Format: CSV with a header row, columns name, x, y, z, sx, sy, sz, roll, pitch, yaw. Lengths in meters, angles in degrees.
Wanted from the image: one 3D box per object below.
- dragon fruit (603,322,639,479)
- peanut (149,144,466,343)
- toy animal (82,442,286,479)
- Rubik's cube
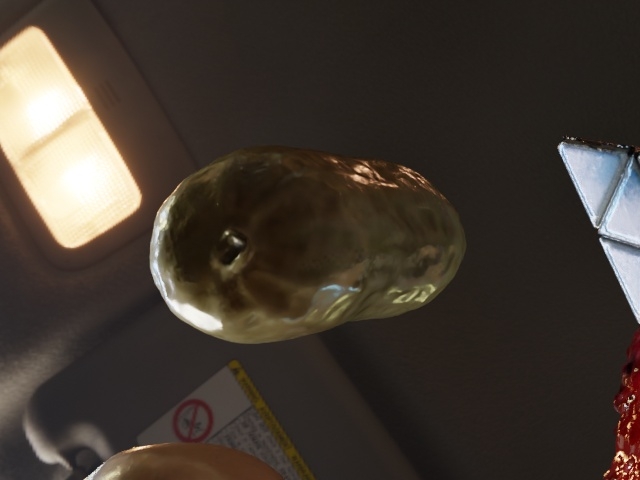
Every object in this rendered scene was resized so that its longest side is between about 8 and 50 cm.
name,x,y,z,sx,sy,sz,roll,pitch,yaw
dragon fruit,0.200,0.166,0.165,0.286,0.228,0.329,31,-119,2
peanut,0.000,0.000,0.512,0.129,0.224,0.129,14,-73,53
toy animal,-0.104,0.261,0.593,0.212,0.256,0.195,-16,-76,-6
Rubik's cube,0.251,0.037,0.463,0.211,0.190,0.178,7,-81,8
